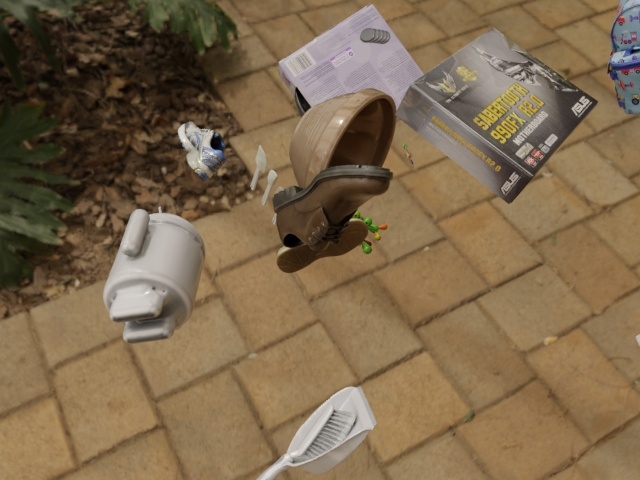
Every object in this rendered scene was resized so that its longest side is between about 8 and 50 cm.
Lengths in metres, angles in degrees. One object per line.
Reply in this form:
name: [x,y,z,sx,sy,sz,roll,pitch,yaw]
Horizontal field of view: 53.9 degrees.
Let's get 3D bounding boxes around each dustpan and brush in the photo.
dustpan and brush: [-0.020,0.294,0.882,0.060,0.147,0.211,38,93,-10]

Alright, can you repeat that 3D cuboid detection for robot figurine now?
robot figurine: [-0.381,0.073,1.471,0.199,0.300,0.353,-6,39,6]

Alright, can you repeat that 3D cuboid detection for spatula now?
spatula: [-0.139,-0.130,1.670,0.019,0.242,0.168,-30,81,-21]

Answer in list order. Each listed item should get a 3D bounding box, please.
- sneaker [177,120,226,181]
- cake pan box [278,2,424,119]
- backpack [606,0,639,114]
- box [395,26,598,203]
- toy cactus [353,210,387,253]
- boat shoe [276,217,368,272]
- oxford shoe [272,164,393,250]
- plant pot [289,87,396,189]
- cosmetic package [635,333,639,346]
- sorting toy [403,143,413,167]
sneaker: [-0.170,-0.140,0.934,0.058,0.052,0.135,-33,46,4]
cake pan box: [0.074,-0.340,1.361,0.267,0.070,0.246,-36,83,-9]
backpack: [0.487,-0.281,0.886,0.158,0.173,0.117,11,48,48]
box: [0.235,-0.172,0.818,0.183,0.056,0.231,41,51,12]
toy cactus: [0.117,-0.066,2.017,0.112,0.180,0.219,-28,101,-27]
boat shoe: [0.000,0.000,1.854,0.285,0.105,0.089,-21,25,4]
oxford shoe: [0.018,-0.037,0.818,0.082,0.227,0.096,4,74,-32]
plant pot: [0.023,-0.157,1.074,0.109,0.237,0.237,29,55,22]
cosmetic package: [0.733,0.165,1.184,0.099,0.239,0.060,-16,78,-36]
sorting toy: [0.316,-0.308,2.256,0.012,0.083,0.062,-22,38,14]
